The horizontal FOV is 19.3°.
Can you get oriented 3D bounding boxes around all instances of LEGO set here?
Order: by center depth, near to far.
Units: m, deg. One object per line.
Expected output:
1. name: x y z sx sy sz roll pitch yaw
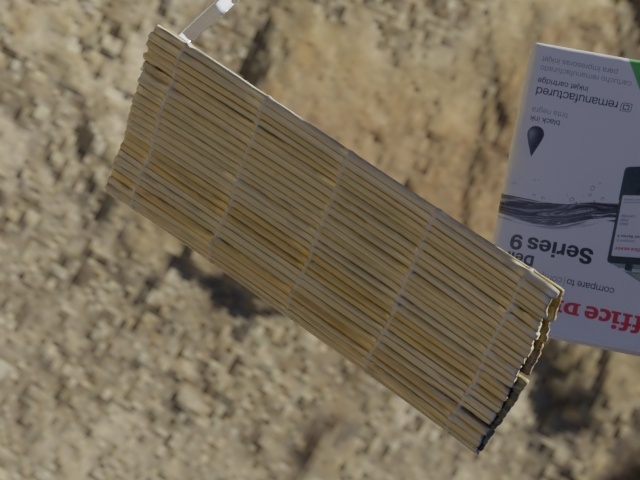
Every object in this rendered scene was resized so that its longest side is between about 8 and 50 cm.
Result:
1. LEGO set: -0.034 -0.238 1.427 0.060 0.182 0.244 48 52 -8

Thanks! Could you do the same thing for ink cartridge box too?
1. ink cartridge box: 0.290 -0.035 1.912 0.121 0.211 0.289 18 82 -81

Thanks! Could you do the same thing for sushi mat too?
1. sushi mat: 0.000 0.000 1.186 0.019 0.316 0.151 -36 154 -46
